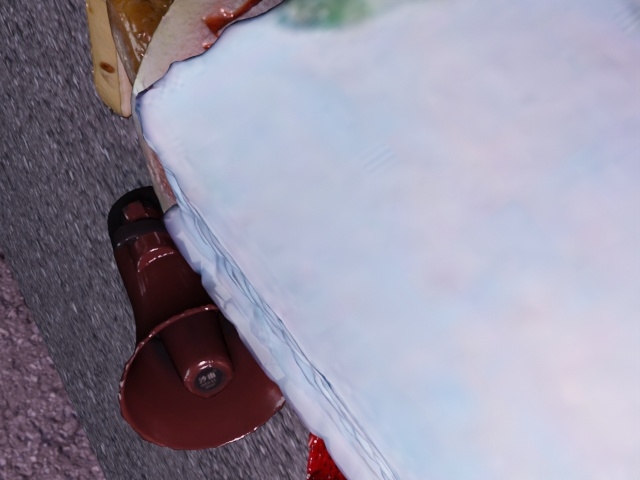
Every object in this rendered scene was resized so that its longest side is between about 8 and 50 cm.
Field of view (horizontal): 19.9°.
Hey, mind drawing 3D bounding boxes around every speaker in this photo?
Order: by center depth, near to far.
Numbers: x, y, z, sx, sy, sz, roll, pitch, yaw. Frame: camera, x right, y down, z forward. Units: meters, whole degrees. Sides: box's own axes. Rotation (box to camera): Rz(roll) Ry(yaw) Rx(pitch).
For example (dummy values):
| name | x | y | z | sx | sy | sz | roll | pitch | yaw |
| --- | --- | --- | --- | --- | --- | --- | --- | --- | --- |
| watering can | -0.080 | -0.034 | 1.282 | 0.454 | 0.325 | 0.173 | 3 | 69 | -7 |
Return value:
| name | x | y | z | sx | sy | sz | roll | pitch | yaw |
| --- | --- | --- | --- | --- | --- | --- | --- | --- | --- |
| speaker | -0.128 | 0.088 | 2.080 | 0.259 | 0.198 | 0.329 | 34 | -163 | -28 |

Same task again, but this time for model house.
| name | x | y | z | sx | sy | sz | roll | pitch | yaw |
| --- | --- | --- | --- | --- | --- | --- | --- | --- | --- |
| model house | 0.116 | 0.048 | 1.042 | 0.360 | 0.297 | 0.339 | 50 | 165 | 20 |

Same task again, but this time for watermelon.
| name | x | y | z | sx | sy | sz | roll | pitch | yaw |
| --- | --- | --- | --- | --- | --- | --- | --- | --- | --- |
| watermelon | -0.025 | -0.091 | 1.477 | 0.201 | 0.213 | 0.261 | 37 | 153 | 31 |

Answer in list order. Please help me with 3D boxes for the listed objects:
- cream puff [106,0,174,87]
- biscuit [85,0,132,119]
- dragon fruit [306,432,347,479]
| name | x | y | z | sx | sy | sz | roll | pitch | yaw |
| --- | --- | --- | --- | --- | --- | --- | --- | --- | --- |
| cream puff | -0.148 | -0.200 | 1.785 | 0.126 | 0.103 | 0.144 | -134 | 28 | -61 |
| biscuit | -0.229 | -0.220 | 2.084 | 0.056 | 0.052 | 0.188 | 42 | 152 | 30 |
| dragon fruit | 0.049 | 0.174 | 1.688 | 0.102 | 0.096 | 0.147 | -8 | 72 | 62 |
